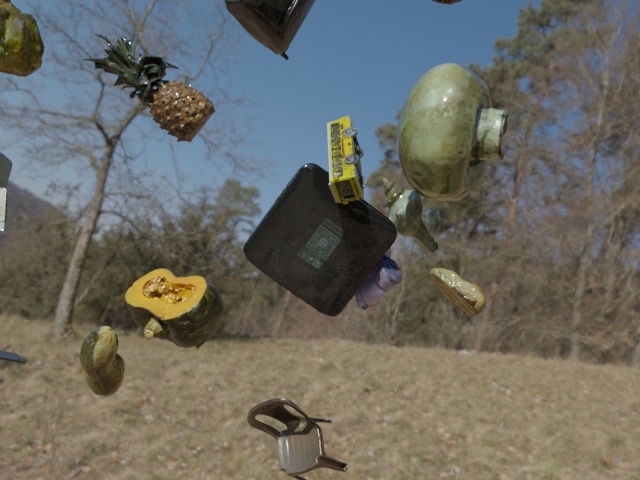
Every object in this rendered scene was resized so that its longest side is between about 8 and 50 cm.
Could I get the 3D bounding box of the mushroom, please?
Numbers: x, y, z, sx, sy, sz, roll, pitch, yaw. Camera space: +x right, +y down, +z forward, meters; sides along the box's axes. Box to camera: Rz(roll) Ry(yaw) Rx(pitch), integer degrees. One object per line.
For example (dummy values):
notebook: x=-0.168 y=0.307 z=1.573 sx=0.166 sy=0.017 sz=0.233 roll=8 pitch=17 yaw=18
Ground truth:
mushroom: x=0.333 y=-0.267 z=1.559 sx=0.260 sy=0.353 sz=0.352 roll=8 pitch=-14 yaw=23

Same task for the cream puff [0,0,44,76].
cream puff: x=-0.808 y=-0.499 z=1.555 sx=0.244 sy=0.244 sz=0.196 roll=18 pitch=-50 yaw=8

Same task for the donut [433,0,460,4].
donut: x=0.319 y=-0.614 z=1.455 sx=0.144 sy=0.187 sz=0.126 roll=32 pitch=-33 yaw=-14

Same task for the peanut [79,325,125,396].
peanut: x=-0.569 y=0.319 z=1.639 sx=0.098 sy=0.103 sz=0.230 roll=2 pitch=-49 yaw=-5

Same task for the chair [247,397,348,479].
chair: x=-0.074 y=0.622 z=1.942 sx=0.175 sy=0.183 sz=0.326 roll=-26 pitch=-36 yaw=20

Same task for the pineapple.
pineapple: x=-0.461 y=-0.432 z=1.715 sx=0.364 sy=0.166 sz=0.165 roll=42 pitch=-15 yaw=-10

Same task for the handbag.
handbag: x=-0.095 y=-0.717 z=1.830 sx=0.177 sy=0.302 sz=0.275 roll=22 pitch=-12 yaw=49

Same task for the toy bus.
toy bus: x=0.056 y=-0.184 z=1.387 sx=0.074 sy=0.226 sz=0.081 roll=-13 pitch=-45 yaw=11

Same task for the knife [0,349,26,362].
knife: x=-0.681 y=0.199 z=1.167 sx=0.072 sy=0.019 sz=0.245 roll=12 pitch=-9 yaw=46

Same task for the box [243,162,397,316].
box: x=0.000 y=0.000 z=1.495 sx=0.290 sy=0.289 sz=0.073 roll=35 pitch=5 yaw=-12

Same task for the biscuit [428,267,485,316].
biscuit: x=0.349 y=0.125 z=1.550 sx=0.118 sy=0.061 sz=0.183 roll=52 pitch=-7 yaw=-33

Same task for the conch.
conch: x=0.229 y=-0.069 z=1.777 sx=0.137 sy=0.234 sz=0.114 roll=-5 pitch=9 yaw=44

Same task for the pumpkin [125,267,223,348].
pumpkin: x=-0.436 y=0.205 z=1.822 sx=0.317 sy=0.222 sz=0.139 roll=11 pitch=-38 yaw=35

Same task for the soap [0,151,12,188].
soap: x=-0.883 y=-0.144 z=1.285 sx=0.445 sy=0.156 sz=0.261 roll=7 pitch=-16 yaw=5

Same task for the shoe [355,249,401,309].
shoe: x=0.117 y=0.064 z=1.637 sx=0.095 sy=0.138 sz=0.245 roll=23 pitch=28 yaw=-34

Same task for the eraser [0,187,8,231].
eraser: x=-0.613 y=-0.058 z=1.184 sx=0.038 sy=0.083 sz=0.019 roll=2 pitch=-9 yaw=-15
